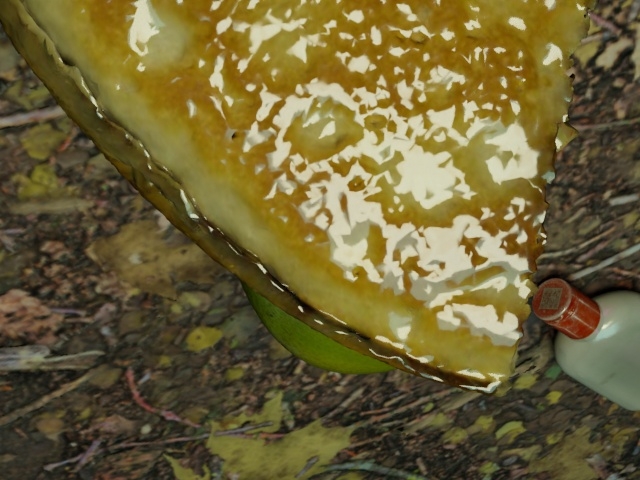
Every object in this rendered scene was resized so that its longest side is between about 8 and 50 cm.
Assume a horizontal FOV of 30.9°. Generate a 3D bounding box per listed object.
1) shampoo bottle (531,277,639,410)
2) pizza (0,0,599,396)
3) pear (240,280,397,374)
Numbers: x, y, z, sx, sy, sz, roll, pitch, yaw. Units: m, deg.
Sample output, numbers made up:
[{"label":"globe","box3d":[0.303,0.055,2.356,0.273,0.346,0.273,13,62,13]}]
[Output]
[{"label":"shampoo bottle","box3d":[0.275,0.094,1.087,0.108,0.051,0.221,-41,133,21]},{"label":"pizza","box3d":[0.051,-0.158,0.671,0.440,0.130,0.406,44,91,-14]},{"label":"pear","box3d":[0.000,0.000,0.826,0.216,0.166,0.180,20,161,9]}]
